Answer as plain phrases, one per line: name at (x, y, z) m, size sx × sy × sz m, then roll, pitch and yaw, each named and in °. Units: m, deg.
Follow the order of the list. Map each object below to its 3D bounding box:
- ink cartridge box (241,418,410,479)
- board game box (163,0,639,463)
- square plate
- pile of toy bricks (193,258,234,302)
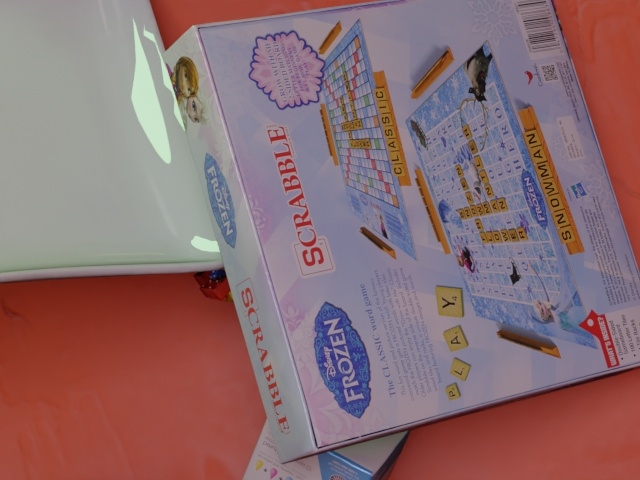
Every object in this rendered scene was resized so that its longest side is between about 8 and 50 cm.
ink cartridge box at (-0.007, 0.191, 1.481) m, size 0.092 × 0.090 × 0.143 m, roll 27°, pitch 119°, yaw 11°
board game box at (0.074, -0.024, 1.460) m, size 0.318 × 0.066 × 0.318 m, roll -11°, pitch 80°, yaw -29°
square plate at (-0.273, -0.096, 1.481) m, size 0.347 × 0.049 × 0.344 m, roll -5°, pitch 56°, yaw -24°
pile of toy bricks at (0.000, 0.000, 1.541) m, size 0.212 × 0.118 × 0.105 m, roll -40°, pitch 107°, yaw -18°
